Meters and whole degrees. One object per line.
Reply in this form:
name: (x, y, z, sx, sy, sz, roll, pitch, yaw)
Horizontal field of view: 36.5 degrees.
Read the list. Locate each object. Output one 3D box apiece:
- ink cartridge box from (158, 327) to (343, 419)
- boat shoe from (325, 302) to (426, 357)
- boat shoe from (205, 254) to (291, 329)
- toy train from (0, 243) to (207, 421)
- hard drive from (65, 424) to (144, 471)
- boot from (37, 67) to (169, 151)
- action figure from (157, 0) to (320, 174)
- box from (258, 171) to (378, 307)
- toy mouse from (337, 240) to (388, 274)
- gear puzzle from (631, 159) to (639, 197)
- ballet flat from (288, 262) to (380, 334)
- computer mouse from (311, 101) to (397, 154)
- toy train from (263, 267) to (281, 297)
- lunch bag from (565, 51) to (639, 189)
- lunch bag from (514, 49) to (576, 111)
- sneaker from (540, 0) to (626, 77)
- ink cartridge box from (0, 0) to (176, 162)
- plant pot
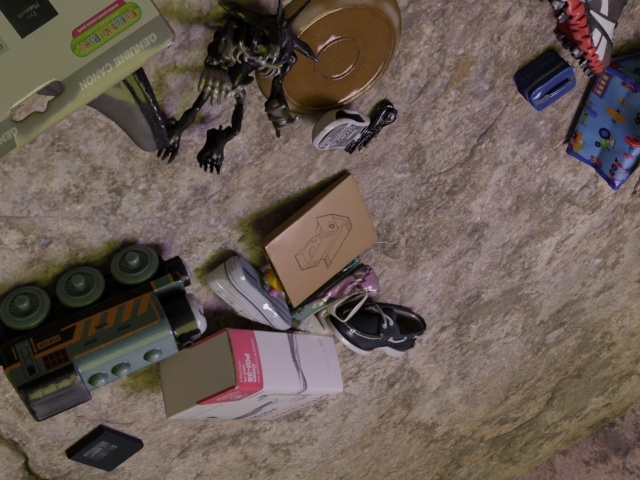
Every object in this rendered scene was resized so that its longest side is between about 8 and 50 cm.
ink cartridge box: (-0.126, 0.255, 1.822, 0.207, 0.117, 0.283, -29, 153, 37)
boat shoe: (0.117, 0.169, 1.974, 0.091, 0.114, 0.302, -43, 156, 17)
boat shoe: (-0.128, 0.098, 1.726, 0.076, 0.083, 0.226, -21, 139, 14)
toy train: (-0.340, 0.139, 1.492, 0.334, 0.190, 0.142, -22, 145, -14)
hard drive: (-0.424, 0.413, 1.921, 0.094, 0.022, 0.135, -37, 146, 7)
boot: (-0.341, -0.195, 1.160, 0.223, 0.118, 0.338, -30, 134, 2)
action figure: (-0.103, -0.203, 1.294, 0.164, 0.141, 0.275, 22, 123, -31)
box: (0.000, 0.000, 1.667, 0.201, 0.021, 0.164, -39, 135, -15)
toy mouse: (0.030, 0.022, 1.775, 0.143, 0.031, 0.161, -43, 150, 14)
gear puzzle: (0.634, -0.159, 1.814, 0.175, 0.044, 0.339, -54, 158, 18)
ballet flat: (0.015, 0.128, 1.841, 0.221, 0.079, 0.077, -32, 167, 8)
computer mouse: (0.041, -0.177, 1.502, 0.106, 0.042, 0.193, -43, 164, 24)
toy train: (-0.058, 0.032, 1.717, 0.125, 0.046, 0.166, -38, 146, -44)
lunch bag: (0.638, -0.263, 1.848, 0.293, 0.138, 0.221, -27, 148, -29)
lunch bag: (0.391, -0.273, 1.664, 0.098, 0.065, 0.067, -36, 146, 6)
sneaker: (0.439, -0.366, 1.555, 0.135, 0.097, 0.276, -35, 145, 9)
ink cartridge box: (-0.340, -0.233, 0.962, 0.309, 0.130, 0.271, -33, 109, 2)
plant pot: (0.020, -0.269, 1.406, 0.236, 0.032, 0.236, -20, 144, -16)
